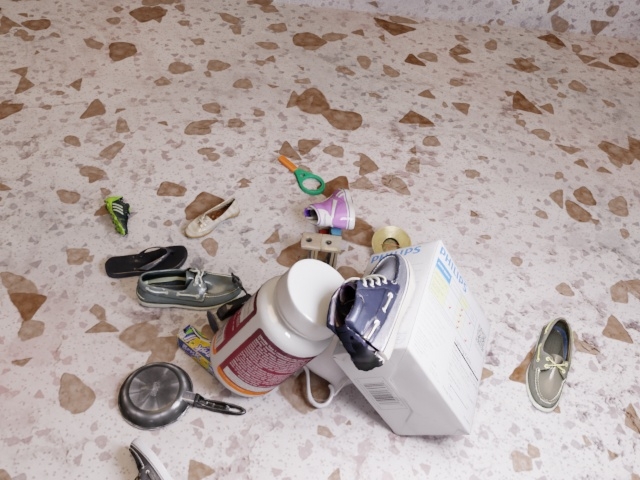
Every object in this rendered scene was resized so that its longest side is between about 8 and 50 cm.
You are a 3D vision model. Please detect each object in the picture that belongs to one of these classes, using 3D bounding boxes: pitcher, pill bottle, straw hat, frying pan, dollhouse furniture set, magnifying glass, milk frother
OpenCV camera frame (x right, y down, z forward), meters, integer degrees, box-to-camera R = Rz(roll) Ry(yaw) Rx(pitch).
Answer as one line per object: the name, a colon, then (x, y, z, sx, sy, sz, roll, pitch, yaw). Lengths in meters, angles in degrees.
pitcher: (0.000, 0.341, 1.639, 0.177, 0.125, 0.207, -34, 72, -24)
pill bottle: (-0.102, 0.225, 1.504, 0.224, 0.392, 0.224, 23, 45, -25)
straw hat: (0.234, 0.028, 1.989, 0.144, 0.061, 0.145, 1, 65, -3)
frying pan: (-0.381, 0.429, 1.545, 0.326, 0.053, 0.197, 26, 50, 18)
dollhouse furniture set: (0.000, 0.000, 1.930, 0.128, 0.129, 0.184, 8, 48, -1)
magnifying glass: (-0.075, -0.246, 2.214, 0.092, 0.026, 0.231, -31, 61, -31)
milk frother: (-0.269, 0.184, 1.728, 0.134, 0.129, 0.143, -23, 49, -28)

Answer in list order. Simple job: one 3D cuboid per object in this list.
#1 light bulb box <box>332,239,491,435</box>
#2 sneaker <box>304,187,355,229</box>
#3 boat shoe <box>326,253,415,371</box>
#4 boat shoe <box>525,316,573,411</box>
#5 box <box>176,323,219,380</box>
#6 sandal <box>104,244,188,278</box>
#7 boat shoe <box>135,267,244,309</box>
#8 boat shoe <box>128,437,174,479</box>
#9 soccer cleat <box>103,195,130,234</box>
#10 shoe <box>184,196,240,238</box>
light bulb box: (0.257, 0.258, 1.555, 0.225, 0.358, 0.361, -14, 35, 36)
sneaker: (0.023, -0.116, 2.004, 0.160, 0.102, 0.282, 1, 17, -4)
boat shoe: (0.120, 0.119, 1.369, 0.127, 0.158, 0.341, -18, 34, 33)
boat shoe: (0.680, 0.357, 1.742, 0.109, 0.091, 0.305, 21, 48, 10)
box: (-0.324, 0.310, 1.648, 0.168, 0.059, 0.054, 35, 51, 21)
sandal: (-0.537, 0.063, 1.839, 0.254, 0.055, 0.097, -13, 52, -19)
boat shoe: (-0.387, 0.136, 1.768, 0.319, 0.099, 0.116, -2, 47, -11)
boat shoe: (-0.397, 0.573, 1.395, 0.076, 0.080, 0.228, -31, 67, -33)
soccer cleat: (-0.658, -0.088, 1.955, 0.072, 0.060, 0.179, -18, 50, -25)
shoe: (-0.366, -0.080, 1.993, 0.076, 0.058, 0.219, 39, 54, 24)
